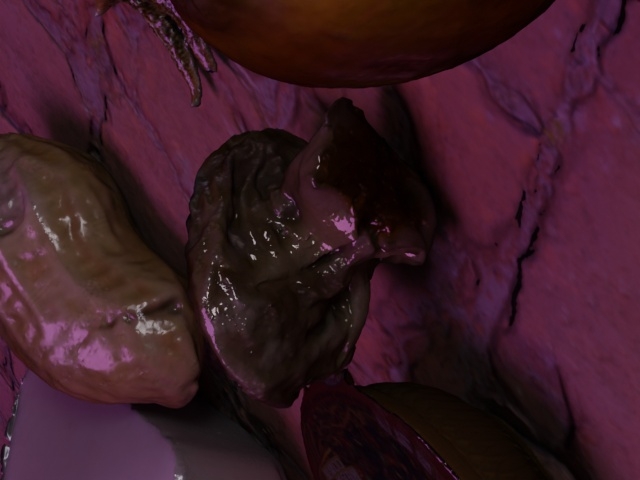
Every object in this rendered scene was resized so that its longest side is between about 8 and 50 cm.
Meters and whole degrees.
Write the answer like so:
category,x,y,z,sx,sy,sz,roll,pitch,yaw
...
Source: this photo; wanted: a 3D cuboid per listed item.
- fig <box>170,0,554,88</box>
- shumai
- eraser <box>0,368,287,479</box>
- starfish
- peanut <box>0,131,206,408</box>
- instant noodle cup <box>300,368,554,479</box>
category,x,y,z,sx,sy,sz,roll,pitch,yaw
fig,0.023,-0.176,0.700,0.224,0.263,0.224,13,160,5
shumai,0.000,0.000,1.095,0.153,0.209,0.161,-30,104,24
eraser,-0.194,0.286,1.624,0.150,0.331,0.331,20,-177,-37
starfish,-0.143,-0.199,1.267,0.223,0.050,0.217,62,165,6
peanut,-0.224,0.029,1.559,0.340,0.174,0.158,51,-169,18
instant noodle cup,0.098,0.189,1.175,0.274,0.090,0.274,45,153,31
